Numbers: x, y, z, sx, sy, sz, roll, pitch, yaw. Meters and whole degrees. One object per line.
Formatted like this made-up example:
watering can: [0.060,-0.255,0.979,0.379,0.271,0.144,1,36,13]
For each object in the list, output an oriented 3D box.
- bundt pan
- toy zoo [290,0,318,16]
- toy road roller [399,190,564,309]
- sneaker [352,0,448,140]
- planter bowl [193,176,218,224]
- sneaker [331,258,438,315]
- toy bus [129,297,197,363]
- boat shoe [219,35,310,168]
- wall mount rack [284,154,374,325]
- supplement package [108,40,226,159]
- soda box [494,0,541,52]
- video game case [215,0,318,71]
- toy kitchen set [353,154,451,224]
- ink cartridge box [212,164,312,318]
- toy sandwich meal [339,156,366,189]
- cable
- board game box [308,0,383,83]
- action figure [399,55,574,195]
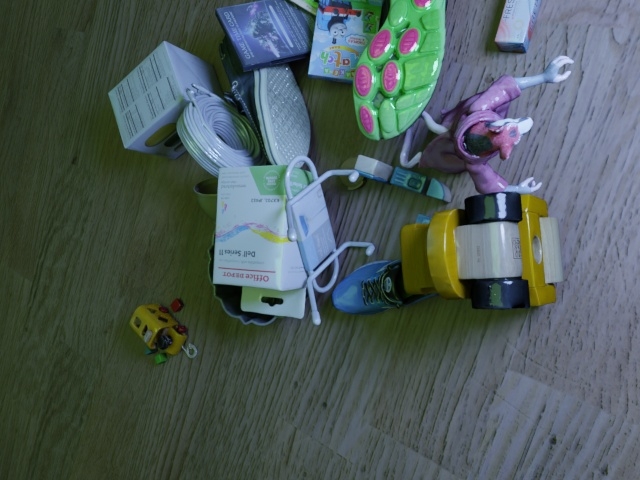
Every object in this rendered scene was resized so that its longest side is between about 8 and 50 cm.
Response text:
bundt pan: [-0.141,0.057,1.305,0.330,0.124,0.331,-1,87,29]
toy zoo: [0.050,-0.712,1.240,0.192,0.030,0.293,32,104,3]
toy road roller: [0.304,0.026,0.945,0.240,0.329,0.203,-7,83,41]
sneaker: [0.202,-0.443,1.080,0.185,0.202,0.483,14,86,20]
planter bowl: [-0.268,-0.109,1.381,0.162,0.162,0.109,13,120,30]
sneaker: [0.159,0.095,1.116,0.329,0.147,0.130,-21,77,29]
toy bus: [-0.503,0.287,1.516,0.202,0.104,0.191,-16,80,29]
boat shoe: [-0.159,-0.387,1.310,0.156,0.186,0.500,-30,69,31]
wall mount rack: [0.000,0.000,1.073,0.130,0.304,0.350,6,125,35]
supplement package: [-0.450,-0.406,1.461,0.262,0.199,0.198,-29,75,26]
soda box: [0.429,-0.499,1.037,0.063,0.058,0.183,18,97,30]
video game case: [-0.107,-0.546,1.263,0.274,0.026,0.196,-21,73,-18]
toy kitchen set: [0.173,-0.084,1.129,0.207,0.122,0.166,23,99,29]
ink cartridge box: [-0.140,0.007,1.167,0.207,0.119,0.354,2,89,29]
toy sandwich meal: [0.086,-0.171,1.240,0.085,0.029,0.086,-5,81,33]
cable: [-0.261,-0.269,1.313,0.089,0.257,0.257,-34,56,30]
board game box: [0.062,-0.506,1.223,0.160,0.039,0.212,8,93,1]
action figure: [0.291,-0.219,0.923,0.275,0.370,0.248,8,107,10]
